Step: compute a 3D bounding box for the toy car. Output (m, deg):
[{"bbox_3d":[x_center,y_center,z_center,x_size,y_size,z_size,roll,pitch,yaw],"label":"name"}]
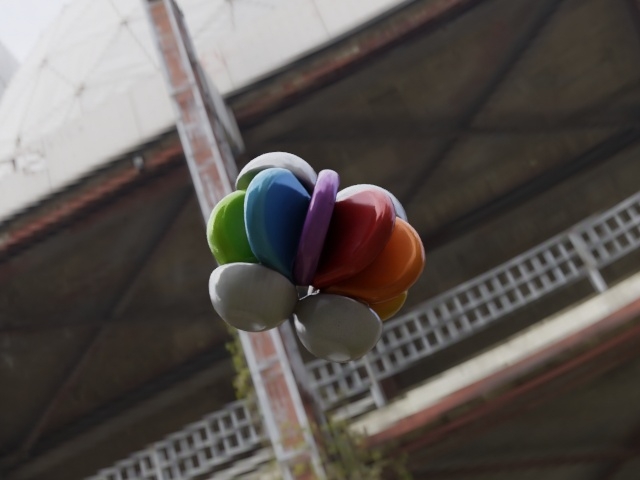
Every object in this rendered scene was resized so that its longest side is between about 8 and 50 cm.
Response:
[{"bbox_3d":[0.000,0.000,1.291,0.182,0.159,0.136,21,-31,-9],"label":"toy car"}]
